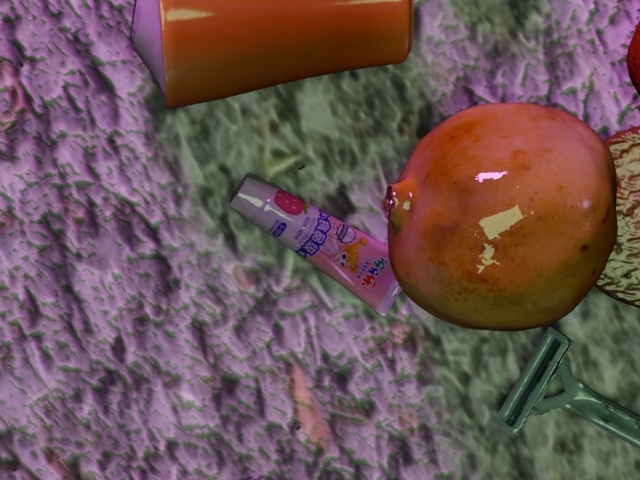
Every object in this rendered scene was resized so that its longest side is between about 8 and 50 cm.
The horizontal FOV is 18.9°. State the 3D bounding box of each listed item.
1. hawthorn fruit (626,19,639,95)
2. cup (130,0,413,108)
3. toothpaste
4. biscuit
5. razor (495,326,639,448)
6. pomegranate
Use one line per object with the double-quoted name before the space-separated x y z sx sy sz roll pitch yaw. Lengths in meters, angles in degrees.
"hawthorn fruit" 0.417 -0.158 1.805 0.253 0.205 0.205 40 96 0
"cup" -0.053 -0.244 1.836 0.264 0.182 0.226 -5 67 -6
"toothpaste" 0.000 0.000 1.917 0.194 0.043 0.067 31 94 -9
"biscuit" 0.336 -0.023 1.913 0.188 0.027 0.187 0 96 0
"razor" 0.321 0.194 1.936 0.278 0.056 0.111 28 98 -10
"pomegranate" 0.174 -0.017 1.819 0.233 0.233 0.233 0 97 1
